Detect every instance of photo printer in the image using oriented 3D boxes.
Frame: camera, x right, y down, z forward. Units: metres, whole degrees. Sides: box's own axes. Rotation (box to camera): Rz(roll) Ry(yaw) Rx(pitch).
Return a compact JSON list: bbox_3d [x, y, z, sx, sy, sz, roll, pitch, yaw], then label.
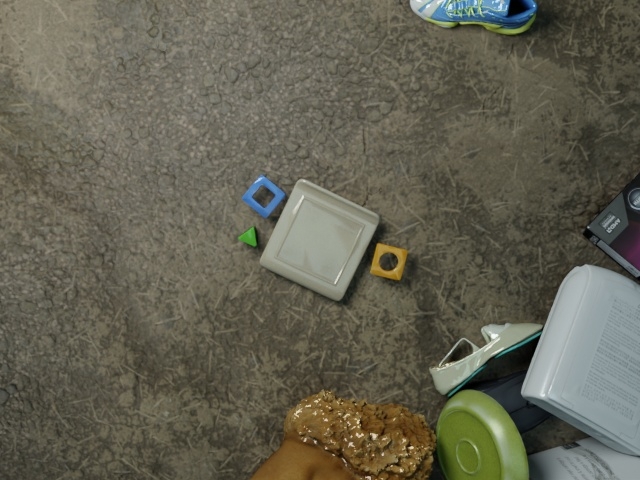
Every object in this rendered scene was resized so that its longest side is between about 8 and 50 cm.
[{"bbox_3d":[0.549,0.215,1.235,0.256,0.107,0.307,29,73,-9],"label":"photo printer"}]

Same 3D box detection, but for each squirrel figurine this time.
[{"bbox_3d":[0.083,0.475,1.169,0.371,0.281,0.397,8,64,28],"label":"squirrel figurine"}]

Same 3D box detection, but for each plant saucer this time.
[{"bbox_3d":[0.292,0.409,1.224,0.037,0.241,0.240,-2,96,-29],"label":"plant saucer"}]

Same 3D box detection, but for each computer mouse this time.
[{"bbox_3d":[0.388,0.325,1.297,0.272,0.072,0.188,-23,96,1],"label":"computer mouse"}]

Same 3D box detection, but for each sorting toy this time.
[{"bbox_3d":[0.000,0.000,1.273,0.348,0.047,0.196,25,99,-3],"label":"sorting toy"}]

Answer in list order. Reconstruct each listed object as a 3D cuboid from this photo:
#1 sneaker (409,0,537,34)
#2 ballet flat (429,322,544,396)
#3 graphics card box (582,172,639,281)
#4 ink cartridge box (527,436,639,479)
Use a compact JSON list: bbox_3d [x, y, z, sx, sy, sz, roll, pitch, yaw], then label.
[{"bbox_3d":[0.292,-0.449,1.196,0.240,0.126,0.091,7,95,-2],"label":"sneaker"},{"bbox_3d":[0.326,0.217,1.287,0.248,0.086,0.086,-35,95,3],"label":"ballet flat"},{"bbox_3d":[0.719,0.020,1.201,0.233,0.094,0.371,-47,71,6],"label":"graphics card box"},{"bbox_3d":[0.564,0.502,1.210,0.395,0.285,0.166,-17,96,1],"label":"ink cartridge box"}]
